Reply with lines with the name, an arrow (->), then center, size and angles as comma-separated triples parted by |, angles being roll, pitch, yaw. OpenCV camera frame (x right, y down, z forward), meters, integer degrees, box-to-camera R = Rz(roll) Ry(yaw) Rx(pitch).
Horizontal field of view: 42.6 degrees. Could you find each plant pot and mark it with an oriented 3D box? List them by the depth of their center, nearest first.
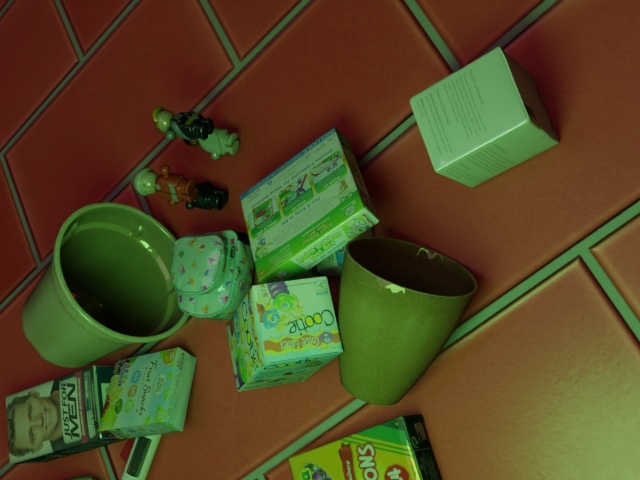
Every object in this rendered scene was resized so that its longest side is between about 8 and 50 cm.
plant pot -> 0.127, 0.155, 1.458 | 0.237, 0.237, 0.254 | 29, 115, 34
plant pot -> -0.505, 0.131, 1.852 | 0.305, 0.334, 0.334 | -36, 64, 38

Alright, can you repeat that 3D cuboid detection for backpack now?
backpack -> -0.230, 0.076, 1.748 | 0.166, 0.144, 0.188 | -4, 83, 29

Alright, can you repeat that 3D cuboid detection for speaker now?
speaker -> -0.404, 0.487, 1.857 | 0.055, 0.055, 0.136 | 25, 97, 35

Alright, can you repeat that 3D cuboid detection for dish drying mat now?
dish drying mat -> -0.439, 0.477, 1.911 | 0.032, 0.008, 0.083 | 40, 105, 33

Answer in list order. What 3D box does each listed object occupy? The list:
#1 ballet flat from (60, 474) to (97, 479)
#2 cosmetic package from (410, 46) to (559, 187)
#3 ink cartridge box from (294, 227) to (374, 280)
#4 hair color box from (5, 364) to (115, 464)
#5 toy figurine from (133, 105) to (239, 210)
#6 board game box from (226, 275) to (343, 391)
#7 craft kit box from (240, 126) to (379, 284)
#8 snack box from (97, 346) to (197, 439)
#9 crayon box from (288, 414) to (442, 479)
ballet flat -> -0.476, 0.714, 1.793 | 0.483, 0.182, 0.164 | 43, 107, 31
cosmetic package -> 0.285, -0.208, 1.426 | 0.184, 0.151, 0.151 | -28, 67, 28
ink cartridge box -> 0.000, 0.000, 1.631 | 0.203, 0.086, 0.148 | -19, 71, 31
hair color box -> -0.609, 0.423, 1.976 | 0.347, 0.105, 0.174 | -22, 69, 32
toy figurine -> -0.291, -0.174, 1.784 | 0.148, 0.213, 0.209 | 12, 91, 22
board game box -> -0.075, 0.180, 1.537 | 0.275, 0.144, 0.142 | 129, 132, -64
craft kit box -> -0.029, -0.062, 1.566 | 0.250, 0.061, 0.246 | -34, 40, 18
snack box -> -0.384, 0.342, 1.824 | 0.207, 0.070, 0.174 | -15, 52, 31
crayon box -> 0.068, 0.467, 1.515 | 0.318, 0.081, 0.202 | -29, 68, 29
